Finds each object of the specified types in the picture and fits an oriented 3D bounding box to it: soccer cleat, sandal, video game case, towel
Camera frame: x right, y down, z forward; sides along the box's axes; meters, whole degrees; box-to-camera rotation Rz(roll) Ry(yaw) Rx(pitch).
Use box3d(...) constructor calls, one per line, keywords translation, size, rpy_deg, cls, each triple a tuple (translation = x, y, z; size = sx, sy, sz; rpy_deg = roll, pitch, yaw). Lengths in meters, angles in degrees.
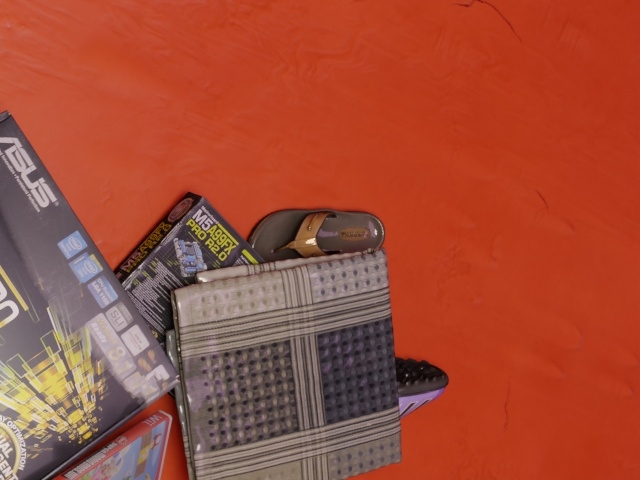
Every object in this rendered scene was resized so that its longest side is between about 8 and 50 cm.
box3d(translation=(0.042, 0.252, 1.884), size=(0.318, 0.108, 0.116), rpy_deg=(-14, 111, -27), cls="soccer cleat")
box3d(translation=(0.000, 0.000, 1.855), size=(0.219, 0.060, 0.090), rpy_deg=(-2, 94, -25), cls="sandal")
box3d(translation=(-0.288, 0.347, 1.609), size=(0.285, 0.025, 0.204), rpy_deg=(-30, 139, -55), cls="video game case")
box3d(translation=(-0.045, 0.181, 1.755), size=(0.324, 0.056, 0.312), rpy_deg=(-9, 99, -27), cls="towel")

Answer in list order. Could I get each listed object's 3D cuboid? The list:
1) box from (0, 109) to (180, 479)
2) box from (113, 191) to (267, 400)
box3d(translation=(-0.400, 0.096, 1.551), size=(0.318, 0.097, 0.395), rpy_deg=(-35, 101, -28), cls="box")
box3d(translation=(-0.150, 0.105, 1.763), size=(0.216, 0.060, 0.270), rpy_deg=(-49, 115, -12), cls="box")
